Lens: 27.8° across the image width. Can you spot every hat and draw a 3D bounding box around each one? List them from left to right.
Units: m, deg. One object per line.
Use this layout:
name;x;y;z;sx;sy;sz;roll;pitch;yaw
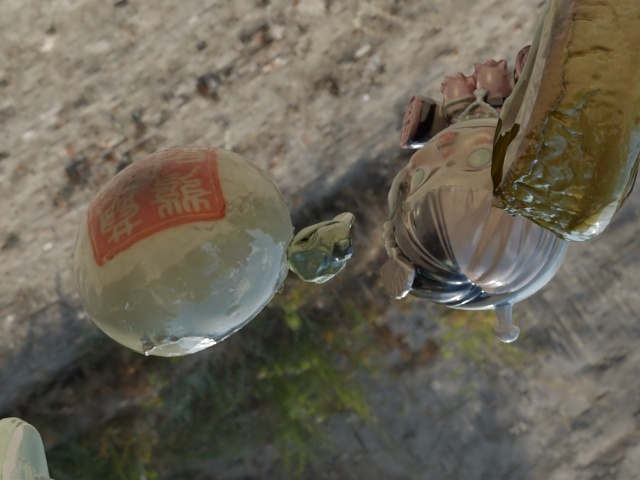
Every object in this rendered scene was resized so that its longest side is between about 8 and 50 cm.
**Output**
hat;0.005;0.000;1.792;0.122;0.081;0.166;-61;-179;25

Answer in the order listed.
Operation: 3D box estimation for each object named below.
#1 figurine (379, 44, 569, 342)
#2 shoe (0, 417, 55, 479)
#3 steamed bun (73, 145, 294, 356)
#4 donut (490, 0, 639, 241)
figurine;0.221;-0.071;1.657;0.253;0.211;0.361;-35;-152;41
shoe;-0.369;0.405;1.754;0.160;0.363;0.132;-9;153;5
steamed bun;-0.236;-0.007;2.067;0.374;0.374;0.241;-34;124;1
donut;0.276;-0.156;1.366;0.330;0.159;0.330;18;90;-80
